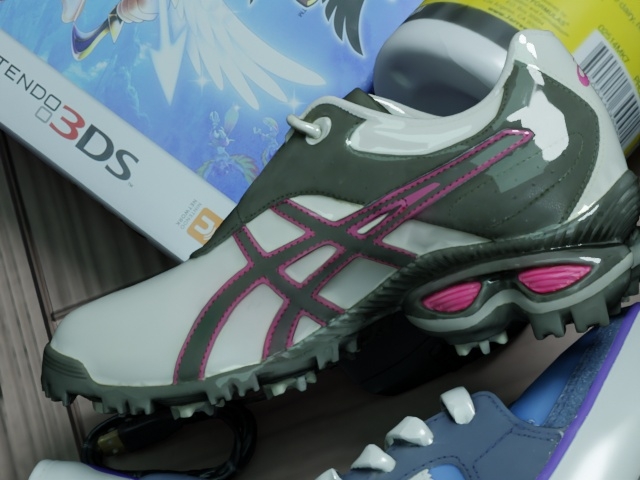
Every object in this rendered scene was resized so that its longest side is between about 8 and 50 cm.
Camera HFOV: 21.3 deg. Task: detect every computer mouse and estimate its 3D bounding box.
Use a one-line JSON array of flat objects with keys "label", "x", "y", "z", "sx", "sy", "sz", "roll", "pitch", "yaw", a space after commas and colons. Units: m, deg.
[{"label": "computer mouse", "x": -0.004, "y": 0.054, "z": 0.799, "sx": 0.242, "sy": 0.041, "sz": 0.071, "roll": -27, "pitch": 64, "yaw": 0}]

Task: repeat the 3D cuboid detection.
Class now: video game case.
[{"label": "video game case", "x": -0.059, "y": -0.147, "z": 0.848, "sx": 0.244, "sy": 0.061, "sz": 0.269, "roll": 36, "pitch": 87, "yaw": 13}]

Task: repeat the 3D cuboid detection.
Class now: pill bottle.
[{"label": "pill bottle", "x": 0.131, "y": -0.113, "z": 0.795, "sx": 0.119, "sy": 0.119, "sz": 0.208, "roll": 33, "pitch": 65, "yaw": 24}]

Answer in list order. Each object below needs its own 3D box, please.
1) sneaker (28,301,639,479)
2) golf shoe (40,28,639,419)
[{"label": "sneaker", "x": -0.010, "y": 0.119, "z": 0.719, "sx": 0.236, "sy": 0.130, "sz": 0.323, "roll": 30, "pitch": 80, "yaw": 19}, {"label": "golf shoe", "x": 0.000, "y": 0.000, "z": 0.719, "sx": 0.273, "sy": 0.105, "sz": 0.120, "roll": -15, "pitch": 95, "yaw": 17}]
